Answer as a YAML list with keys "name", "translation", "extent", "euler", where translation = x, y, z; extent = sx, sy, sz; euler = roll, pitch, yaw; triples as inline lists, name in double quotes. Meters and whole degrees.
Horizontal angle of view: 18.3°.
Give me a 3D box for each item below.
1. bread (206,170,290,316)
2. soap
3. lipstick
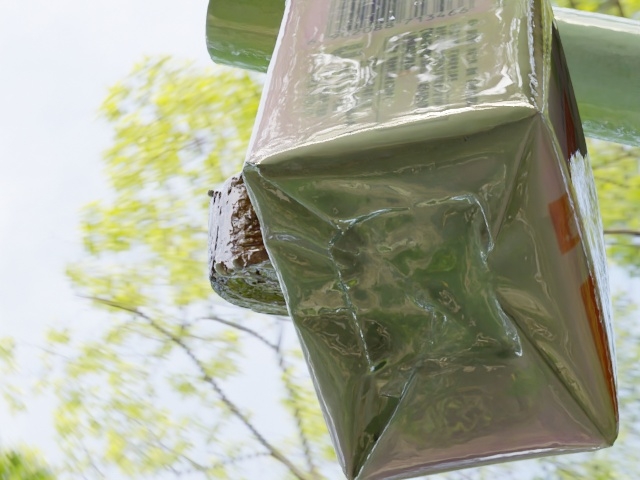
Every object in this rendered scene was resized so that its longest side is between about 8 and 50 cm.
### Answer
- name: "bread"
  translation: [0.000, 0.000, 1.335]
  extent: [0.160, 0.160, 0.073]
  euler: [1, -109, -12]
- name: "soap"
  translation: [0.058, -0.014, 0.941]
  extent: [0.138, 0.199, 0.182]
  euler: [-11, -61, 11]
- name: "lipstick"
  translation: [0.084, -0.110, 1.155]
  extent: [0.304, 0.076, 0.076]
  euler: [12, -94, 15]
